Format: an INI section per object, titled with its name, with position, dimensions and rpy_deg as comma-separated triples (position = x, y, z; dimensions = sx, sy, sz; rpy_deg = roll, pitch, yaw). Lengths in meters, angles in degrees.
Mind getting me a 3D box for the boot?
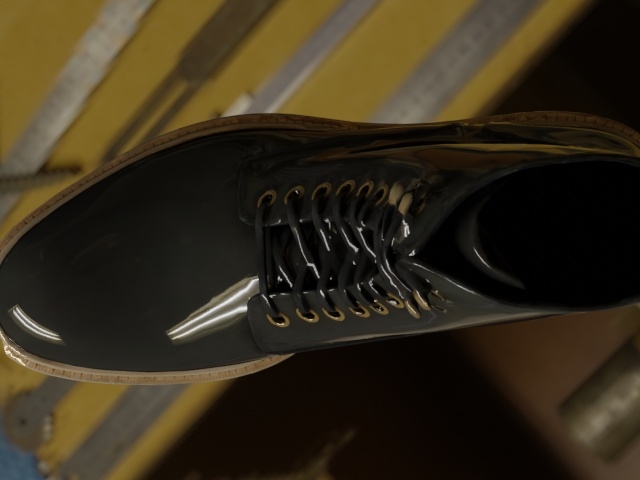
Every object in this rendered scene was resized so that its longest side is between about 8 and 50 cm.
[boot]
position = 0.000, 0.000, 0.518
dimensions = 0.137, 0.198, 0.077
rpy_deg = -71, -33, -85
